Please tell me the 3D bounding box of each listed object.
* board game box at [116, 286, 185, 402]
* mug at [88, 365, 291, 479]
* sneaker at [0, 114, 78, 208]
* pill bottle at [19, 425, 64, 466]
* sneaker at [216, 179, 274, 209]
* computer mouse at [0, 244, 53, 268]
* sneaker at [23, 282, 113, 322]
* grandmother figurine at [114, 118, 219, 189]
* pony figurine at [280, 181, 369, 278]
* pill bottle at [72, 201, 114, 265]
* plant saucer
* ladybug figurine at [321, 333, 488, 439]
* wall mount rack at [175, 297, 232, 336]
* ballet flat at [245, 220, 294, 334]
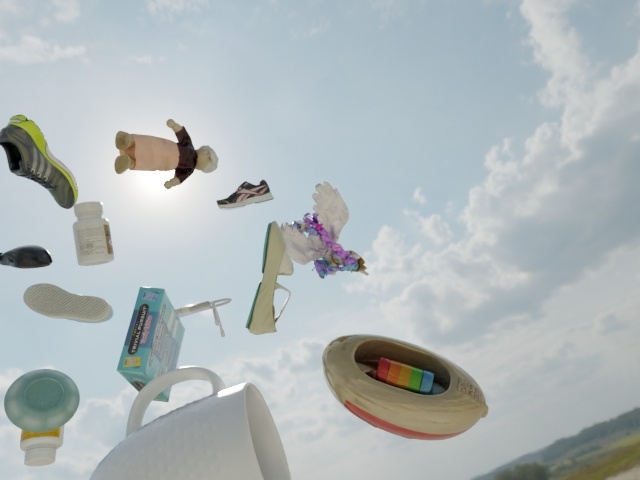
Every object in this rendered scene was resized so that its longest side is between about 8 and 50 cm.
[{"bbox_3d":[-0.510,0.328,1.649,0.079,0.254,0.336,5,-30,1],"label":"board game box"},{"bbox_3d":[-0.258,0.418,1.034,0.328,0.374,0.276,-20,-38,-1],"label":"mug"},{"bbox_3d":[-0.835,-0.208,1.570,0.111,0.121,0.300,-10,-56,29],"label":"sneaker"},{"bbox_3d":[-0.841,0.563,1.628,0.117,0.215,0.117,-9,-33,-6],"label":"pill bottle"},{"bbox_3d":[-0.240,-0.143,1.665,0.178,0.077,0.072,-14,1,-20],"label":"sneaker"},{"bbox_3d":[-1.039,0.050,1.849,0.272,0.072,0.188,2,7,29],"label":"computer mouse"},{"bbox_3d":[-1.049,0.283,2.248,0.365,0.135,0.150,15,-23,2],"label":"sneaker"},{"bbox_3d":[-0.448,-0.260,1.624,0.342,0.104,0.208,0,-77,-52],"label":"grandmother figurine"},{"bbox_3d":[0.000,0.000,1.996,0.303,0.351,0.363,-47,18,-16],"label":"pony figurine"},{"bbox_3d":[-0.865,-0.026,2.032,0.131,0.229,0.131,-11,-5,-1],"label":"pill bottle"},{"bbox_3d":[-0.784,0.443,1.521,0.195,0.195,0.037,2,-41,-35],"label":"plant saucer"},{"bbox_3d":[0.211,0.396,1.418,0.305,0.449,0.162,-46,-29,-62],"label":"ladybug figurine"},{"bbox_3d":[-0.523,0.348,2.213,0.350,0.130,0.304,-14,-15,-10],"label":"wall mount rack"},{"bbox_3d":[-0.098,0.084,1.155,0.086,0.086,0.248,9,-85,-42],"label":"ballet flat"}]
